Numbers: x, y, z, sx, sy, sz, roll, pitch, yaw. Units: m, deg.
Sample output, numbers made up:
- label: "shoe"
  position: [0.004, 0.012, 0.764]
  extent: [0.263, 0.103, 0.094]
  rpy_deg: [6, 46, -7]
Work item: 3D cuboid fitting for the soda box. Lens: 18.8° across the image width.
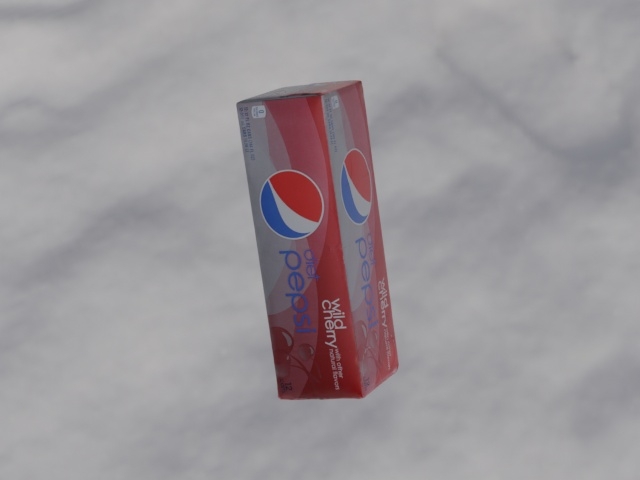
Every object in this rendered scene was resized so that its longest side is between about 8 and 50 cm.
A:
- label: "soda box"
  position: [0.000, 0.000, 1.654]
  extent: [0.083, 0.263, 0.092]
  rpy_deg: [-4, 11, 25]
